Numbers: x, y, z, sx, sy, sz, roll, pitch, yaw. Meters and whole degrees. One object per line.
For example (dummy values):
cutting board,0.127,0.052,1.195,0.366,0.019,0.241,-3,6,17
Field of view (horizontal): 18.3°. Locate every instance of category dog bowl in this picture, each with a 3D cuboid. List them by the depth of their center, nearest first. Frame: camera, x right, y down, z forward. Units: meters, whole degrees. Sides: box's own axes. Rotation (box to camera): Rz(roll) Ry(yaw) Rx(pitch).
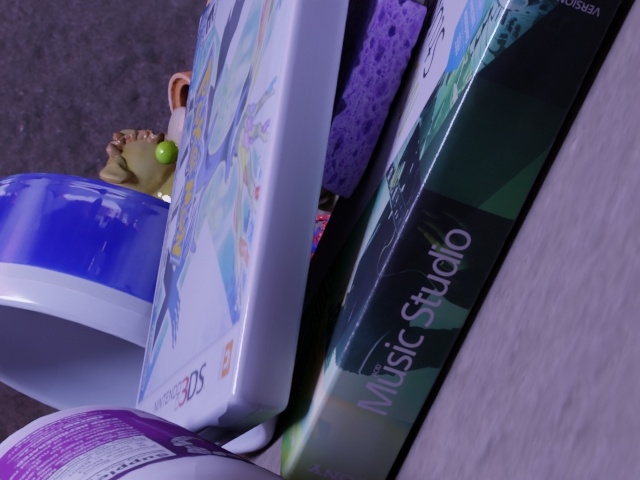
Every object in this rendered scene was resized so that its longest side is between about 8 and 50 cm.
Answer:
dog bowl,-0.144,0.058,1.465,0.265,0.265,0.104,131,160,-68

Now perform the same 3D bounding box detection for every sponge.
sponge,0.020,-0.100,1.199,0.210,0.031,0.117,-109,39,-78

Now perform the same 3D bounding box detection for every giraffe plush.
giraffe plush,-0.174,-0.050,2.266,0.181,0.170,0.210,166,124,-81

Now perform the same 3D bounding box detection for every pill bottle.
pill bottle,-0.077,0.181,0.975,0.301,0.169,0.169,10,80,69

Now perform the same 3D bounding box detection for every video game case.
video game case,-0.050,-0.035,1.200,0.300,0.036,0.329,140,141,-69

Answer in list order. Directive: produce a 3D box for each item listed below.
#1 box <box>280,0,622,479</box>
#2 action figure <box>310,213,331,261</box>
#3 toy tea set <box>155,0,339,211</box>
box,0.063,-0.044,1.067,0.232,0.058,0.322,-85,16,-63
action figure,0.000,0.000,1.498,0.038,0.030,0.115,-66,9,-14
toy tea set,-0.056,-0.109,1.496,0.200,0.124,0.336,61,155,15
